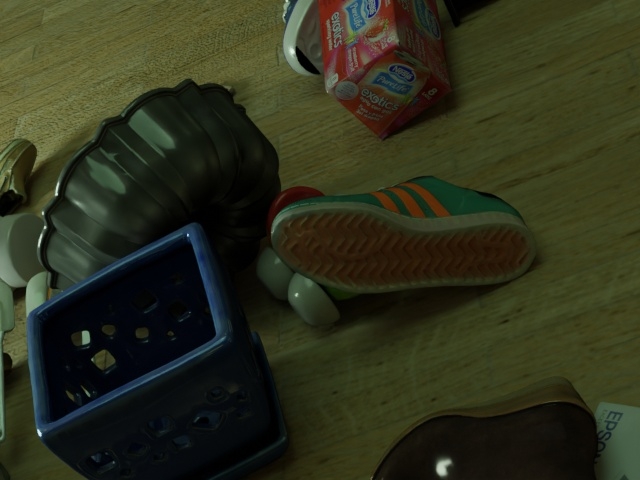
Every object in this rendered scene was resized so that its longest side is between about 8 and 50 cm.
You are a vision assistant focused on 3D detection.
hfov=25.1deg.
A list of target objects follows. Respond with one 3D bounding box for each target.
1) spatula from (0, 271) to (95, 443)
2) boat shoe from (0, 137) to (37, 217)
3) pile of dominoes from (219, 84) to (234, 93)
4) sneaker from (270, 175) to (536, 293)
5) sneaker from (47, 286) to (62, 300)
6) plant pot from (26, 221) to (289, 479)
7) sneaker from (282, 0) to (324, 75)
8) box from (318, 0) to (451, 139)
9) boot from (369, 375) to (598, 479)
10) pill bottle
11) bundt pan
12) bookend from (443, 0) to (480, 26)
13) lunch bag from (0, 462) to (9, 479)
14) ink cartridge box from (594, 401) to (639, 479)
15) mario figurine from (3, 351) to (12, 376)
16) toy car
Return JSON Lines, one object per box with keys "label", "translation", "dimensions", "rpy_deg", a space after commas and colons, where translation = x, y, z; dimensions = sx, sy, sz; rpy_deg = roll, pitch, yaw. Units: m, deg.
{"label": "spatula", "translation": [-0.352, 0.137, 1.837], "dimensions": [0.168, 0.019, 0.242], "rpy_deg": [-10, 56, -1]}
{"label": "boat shoe", "translation": [-0.486, -0.076, 2.254], "dimensions": [0.072, 0.068, 0.190], "rpy_deg": [11, 62, 29]}
{"label": "pile of dominoes", "translation": [-0.246, -0.174, 2.176], "dimensions": [0.196, 0.040, 0.251], "rpy_deg": [-11, 33, 26]}
{"label": "sneaker", "translation": [0.086, -0.012, 1.635], "dimensions": [0.302, 0.108, 0.121], "rpy_deg": [3, 27, -13]}
{"label": "sneaker", "translation": [-0.337, 0.051, 1.979], "dimensions": [0.083, 0.084, 0.215], "rpy_deg": [-30, 30, 34]}
{"label": "plant pot", "translation": [-0.170, 0.160, 1.597], "dimensions": [0.236, 0.212, 0.236], "rpy_deg": [-27, 35, 5]}
{"label": "sneaker", "translation": [-0.016, -0.364, 2.207], "dimensions": [0.236, 0.130, 0.323], "rpy_deg": [-3, 48, 49]}
{"label": "box", "translation": [0.084, -0.283, 1.974], "dimensions": [0.128, 0.122, 0.257], "rpy_deg": [-33, 39, 26]}
{"label": "boot", "translation": [0.145, 0.234, 1.329], "dimensions": [0.248, 0.090, 0.207], "rpy_deg": [-33, 21, 18]}
{"label": "pill bottle", "translation": [-0.502, 0.028, 2.072], "dimensions": [0.229, 0.131, 0.131], "rpy_deg": [-10, 41, 28]}
{"label": "bundt pan", "translation": [-0.176, -0.024, 1.756], "dimensions": [0.331, 0.331, 0.124], "rpy_deg": [-42, 61, -14]}
{"label": "bookend", "translation": [0.238, -0.408, 2.099], "dimensions": [0.157, 0.072, 0.156], "rpy_deg": [-25, 37, 8]}
{"label": "lunch bag", "translation": [-0.534, 0.235, 1.756], "dimensions": [0.287, 0.235, 0.169], "rpy_deg": [10, 51, 42]}
{"label": "ink cartridge box", "translation": [0.308, 0.252, 1.276], "dimensions": [0.224, 0.045, 0.223], "rpy_deg": [5, 49, 40]}
{"label": "mario figurine", "translation": [-0.532, 0.063, 1.958], "dimensions": [0.198, 0.321, 0.170], "rpy_deg": [-20, -11, -34]}
{"label": "toy car", "translation": [0.000, 0.000, 1.728], "dimensions": [0.159, 0.136, 0.182], "rpy_deg": [-40, 36, -12]}
